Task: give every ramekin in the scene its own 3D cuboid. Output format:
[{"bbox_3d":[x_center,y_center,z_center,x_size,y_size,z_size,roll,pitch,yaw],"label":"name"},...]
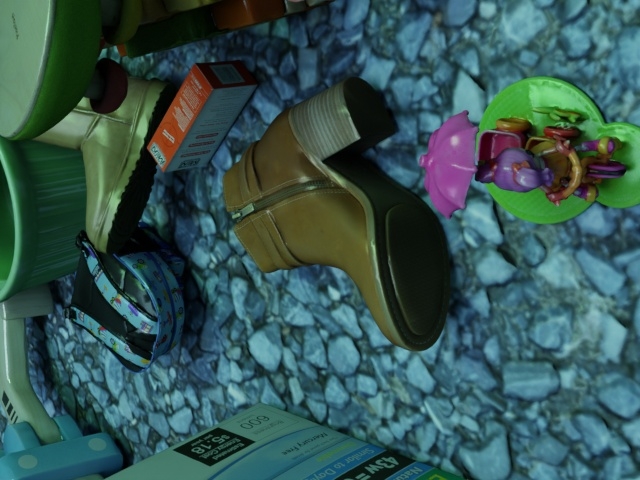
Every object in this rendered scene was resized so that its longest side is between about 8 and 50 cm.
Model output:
[{"bbox_3d":[-0.451,-0.068,1.284,0.304,0.148,0.303,14,110,41],"label":"ramekin"}]

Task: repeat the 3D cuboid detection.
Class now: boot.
[{"bbox_3d":[0.000,0.000,0.904,0.220,0.109,0.283,-30,78,42],"label":"boot"},{"bbox_3d":[-0.336,-0.128,1.101,0.270,0.089,0.236,16,82,9],"label":"boot"}]

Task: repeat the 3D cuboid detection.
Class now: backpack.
[{"bbox_3d":[-0.237,0.076,1.143,0.173,0.117,0.158,38,124,30],"label":"backpack"}]

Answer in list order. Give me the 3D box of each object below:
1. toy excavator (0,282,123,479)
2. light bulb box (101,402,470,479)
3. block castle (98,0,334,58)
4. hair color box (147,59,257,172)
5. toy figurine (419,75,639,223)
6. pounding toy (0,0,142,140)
[{"bbox_3d":[-0.444,0.320,1.362,0.445,0.222,0.432,42,126,38],"label":"toy excavator"},{"bbox_3d":[-0.050,0.366,0.879,0.361,0.358,0.225,10,110,40],"label":"light bulb box"},{"bbox_3d":[-0.165,-0.340,0.861,0.453,0.213,0.302,-4,109,42],"label":"block castle"},{"bbox_3d":[-0.138,-0.143,1.023,0.043,0.072,0.141,54,131,18],"label":"hair color box"},{"bbox_3d":[0.158,-0.058,0.707,0.173,0.159,0.130,18,113,38],"label":"toy figurine"},{"bbox_3d":[-0.213,-0.197,0.774,0.183,0.110,0.236,-25,66,52],"label":"pounding toy"}]
